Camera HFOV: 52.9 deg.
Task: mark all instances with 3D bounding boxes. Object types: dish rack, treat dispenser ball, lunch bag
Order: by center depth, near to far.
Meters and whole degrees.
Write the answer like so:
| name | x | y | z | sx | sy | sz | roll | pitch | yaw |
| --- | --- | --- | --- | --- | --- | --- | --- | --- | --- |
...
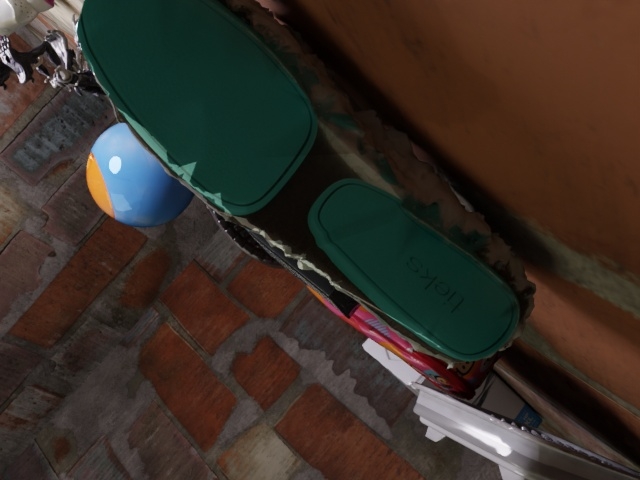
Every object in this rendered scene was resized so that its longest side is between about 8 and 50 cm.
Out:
| name | x | y | z | sx | sy | sz | roll | pitch | yaw |
| --- | --- | --- | --- | --- | --- | --- | --- | --- | --- |
| dish rack | 0.307 | 0.308 | 0.923 | 0.333 | 0.072 | 0.286 | 24 | 172 | -27 |
| lunch bag | 0.128 | 0.111 | 0.967 | 0.293 | 0.120 | 0.258 | 35 | 177 | 29 |
| treat dispenser ball | -0.470 | -0.178 | 1.711 | 0.288 | 0.288 | 0.288 | 40 | 174 | 5 |

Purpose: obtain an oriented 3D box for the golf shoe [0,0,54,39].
| name | x | y | z | sx | sy | sz | roll | pitch | yaw |
| --- | --- | --- | --- | --- | --- | --- | --- | --- | --- |
| golf shoe | -0.631 | -0.483 | 1.214 | 0.306 | 0.140 | 0.115 | 38 | 175 | 33 |

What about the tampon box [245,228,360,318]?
| name | x | y | z | sx | sy | sz | roll | pitch | yaw |
| --- | --- | --- | --- | --- | --- | --- | --- | --- | --- |
| tampon box | 0.006 | -0.003 | 0.823 | 0.161 | 0.120 | 0.101 | 38 | 173 | 28 |

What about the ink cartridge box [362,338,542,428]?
| name | x | y | z | sx | sy | sz | roll | pitch | yaw |
| --- | --- | --- | --- | --- | --- | --- | --- | --- | --- |
| ink cartridge box | 0.264 | 0.290 | 1.310 | 0.307 | 0.129 | 0.223 | 43 | 174 | -25 |

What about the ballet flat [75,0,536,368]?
| name | x | y | z | sx | sy | sz | roll | pitch | yaw |
| --- | --- | --- | --- | --- | --- | --- | --- | --- | --- |
| ballet flat | -0.004 | -0.057 | 0.508 | 0.409 | 0.147 | 0.147 | 42 | 174 | -11 |

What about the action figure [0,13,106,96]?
| name | x | y | z | sx | sy | sz | roll | pitch | yaw |
| --- | --- | --- | --- | --- | --- | --- | --- | --- | --- |
| action figure | -0.466 | -0.342 | 1.203 | 0.164 | 0.140 | 0.276 | -7 | -177 | 41 |

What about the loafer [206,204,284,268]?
| name | x | y | z | sx | sy | sz | roll | pitch | yaw |
| --- | --- | --- | --- | --- | --- | --- | --- | --- | --- |
| loafer | -0.147 | -0.106 | 1.085 | 0.366 | 0.134 | 0.130 | 50 | 179 | 7 |
